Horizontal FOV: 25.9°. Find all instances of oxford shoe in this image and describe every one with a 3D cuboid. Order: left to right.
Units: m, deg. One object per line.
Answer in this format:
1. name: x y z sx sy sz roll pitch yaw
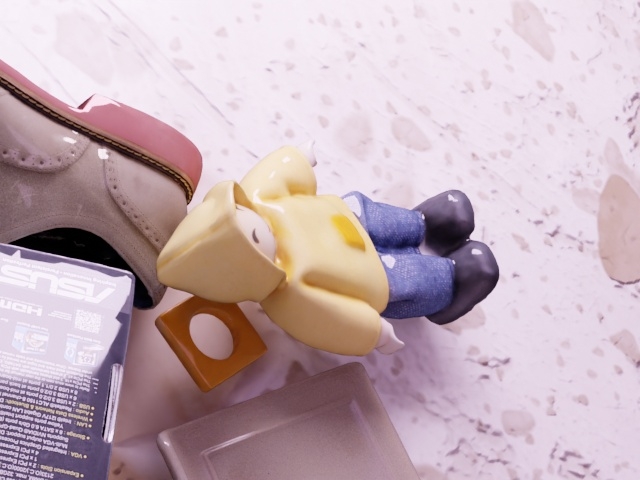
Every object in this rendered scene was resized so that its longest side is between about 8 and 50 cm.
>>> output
1. oxford shoe: -0.241 -0.049 0.902 0.348 0.123 0.130 16 62 -22

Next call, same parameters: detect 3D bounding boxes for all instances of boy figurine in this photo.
1. boy figurine: 0.000 0.000 1.005 0.285 0.092 0.177 7 56 -46

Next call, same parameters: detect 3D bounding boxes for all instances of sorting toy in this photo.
1. sorting toy: -0.008 0.190 0.957 0.196 0.047 0.348 -15 72 -40

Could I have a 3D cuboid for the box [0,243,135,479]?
1. box: -0.306 0.111 0.703 0.395 0.097 0.318 13 42 -13
